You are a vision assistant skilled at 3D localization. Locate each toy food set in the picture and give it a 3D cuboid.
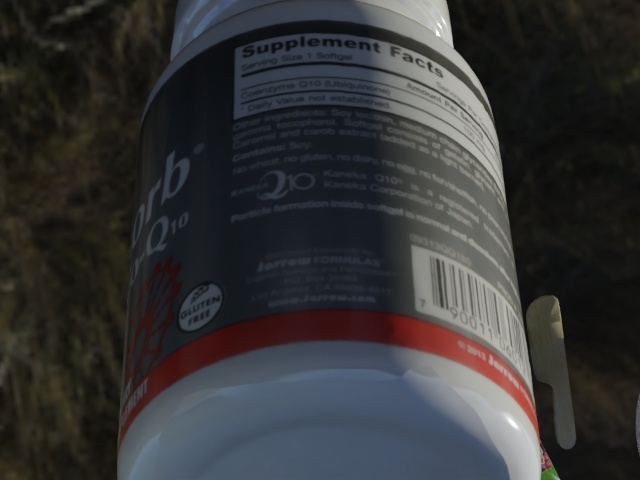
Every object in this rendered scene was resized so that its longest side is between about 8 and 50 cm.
[{"bbox_3d":[0.085,0.117,1.189,0.192,0.132,0.038,-15,-163,-8],"label":"toy food set"}]

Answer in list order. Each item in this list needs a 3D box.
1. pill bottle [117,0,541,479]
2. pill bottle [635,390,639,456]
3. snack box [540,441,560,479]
[{"bbox_3d":[0.000,0.000,0.965,0.210,0.363,0.210,-1,137,-1],"label":"pill bottle"},{"bbox_3d":[0.365,0.143,1.317,0.229,0.131,0.131,8,151,-26],"label":"pill bottle"},{"bbox_3d":[0.095,0.176,1.117,0.141,0.100,0.037,-3,144,-31],"label":"snack box"}]
